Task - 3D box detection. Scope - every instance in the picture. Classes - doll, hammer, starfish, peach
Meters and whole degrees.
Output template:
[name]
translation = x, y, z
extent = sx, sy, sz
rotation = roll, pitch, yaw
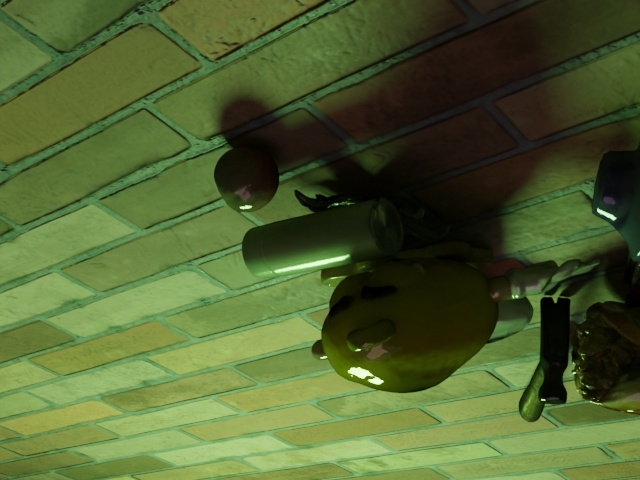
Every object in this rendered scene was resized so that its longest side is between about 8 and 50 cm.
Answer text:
[doll]
translation = 0.155, 0.099, 1.239
extent = 0.348, 0.161, 0.423
rotation = -16, 170, -12
[hammer]
translation = 0.346, 0.221, 1.511
extent = 0.044, 0.168, 0.440
rotation = 5, 158, 9
[starfish]
translation = 0.063, -0.020, 1.247
extent = 0.208, 0.053, 0.176
rotation = 6, 154, 9
[peach]
translation = -0.088, -0.076, 1.168
extent = 0.083, 0.083, 0.083
rotation = 6, 149, 4

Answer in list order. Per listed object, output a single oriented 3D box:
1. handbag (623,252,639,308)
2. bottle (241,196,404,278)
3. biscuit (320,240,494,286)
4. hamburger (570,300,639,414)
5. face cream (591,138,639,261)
[handbag]
translation = 0.491, 0.022, 1.192
extent = 0.203, 0.074, 0.216
rotation = 2, 150, 12
[bottle]
translation = 0.000, 0.000, 1.182
extent = 0.201, 0.072, 0.072
rotation = -11, 144, 36
[biscuit]
translation = 0.107, 0.032, 1.306
extent = 0.234, 0.030, 0.153
rotation = -11, 164, 29
[hamburger]
translation = 0.461, 0.165, 1.283
extent = 0.286, 0.146, 0.243
rotation = 5, -176, -36
[face cream]
translation = 0.484, -0.038, 0.944
extent = 0.420, 0.137, 0.235
rotation = 5, 121, 9
